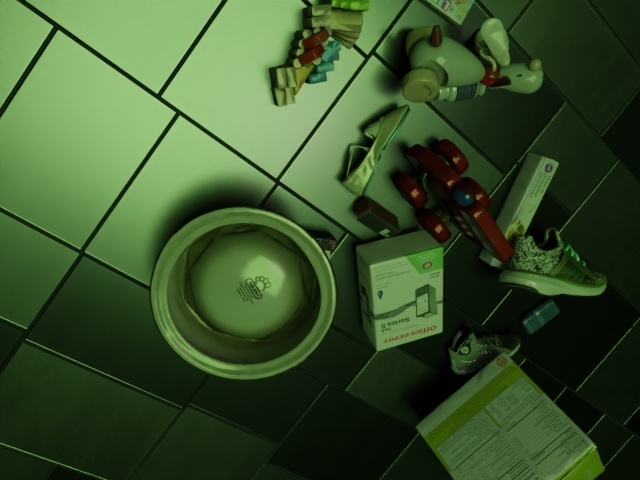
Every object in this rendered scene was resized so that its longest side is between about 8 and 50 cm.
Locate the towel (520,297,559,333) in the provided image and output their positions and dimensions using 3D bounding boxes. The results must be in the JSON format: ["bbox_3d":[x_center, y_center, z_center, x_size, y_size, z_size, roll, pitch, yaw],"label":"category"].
[{"bbox_3d":[0.674,0.232,1.610,0.119,0.029,0.067,-37,116,0],"label":"towel"}]

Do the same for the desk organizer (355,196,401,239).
[{"bbox_3d":[0.146,-0.057,1.331,0.047,0.050,0.130,-30,138,32],"label":"desk organizer"}]

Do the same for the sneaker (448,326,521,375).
[{"bbox_3d":[0.483,0.302,1.551,0.229,0.086,0.132,-25,113,-5],"label":"sneaker"}]

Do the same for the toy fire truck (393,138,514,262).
[{"bbox_3d":[0.328,-0.098,1.258,0.169,0.254,0.302,-40,116,0],"label":"toy fire truck"}]

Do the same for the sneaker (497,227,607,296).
[{"bbox_3d":[0.673,0.057,1.461,0.411,0.158,0.181,2,96,-34],"label":"sneaker"}]

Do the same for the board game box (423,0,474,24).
[{"bbox_3d":[0.284,-0.579,1.190,0.154,0.026,0.103,24,102,-23],"label":"board game box"}]

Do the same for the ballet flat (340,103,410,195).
[{"bbox_3d":[0.124,-0.226,1.252,0.086,0.086,0.248,23,103,-23],"label":"ballet flat"}]

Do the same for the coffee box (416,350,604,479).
[{"bbox_3d":[0.543,0.595,1.490,0.338,0.334,0.337,-41,136,1],"label":"coffee box"}]

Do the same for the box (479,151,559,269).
[{"bbox_3d":[0.541,-0.077,1.434,0.063,0.067,0.323,15,104,-23],"label":"box"}]

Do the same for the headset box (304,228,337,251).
[{"bbox_3d":[0.000,0.000,1.303,0.083,0.062,0.032,8,108,-20],"label":"headset box"}]

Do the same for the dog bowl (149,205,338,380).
[{"bbox_3d":[-0.170,0.107,1.206,0.409,0.150,0.407,-1,105,-3],"label":"dog bowl"}]

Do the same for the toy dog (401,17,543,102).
[{"bbox_3d":[0.336,-0.407,1.150,0.334,0.161,0.220,-16,74,-11],"label":"toy dog"}]

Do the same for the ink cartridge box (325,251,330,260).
[{"bbox_3d":[-0.072,0.127,1.342,0.181,0.056,0.224,0,103,-16],"label":"ink cartridge box"}]

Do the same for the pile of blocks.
[{"bbox_3d":[0.016,-0.437,1.117,0.149,0.112,0.362,24,102,-23],"label":"pile of blocks"}]

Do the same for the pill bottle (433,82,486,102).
[{"bbox_3d":[0.330,-0.371,1.260,0.120,0.067,0.067,-14,113,-12],"label":"pill bottle"}]

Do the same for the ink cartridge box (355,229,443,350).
[{"bbox_3d":[0.211,0.132,1.374,0.199,0.114,0.272,-14,119,-11],"label":"ink cartridge box"}]
